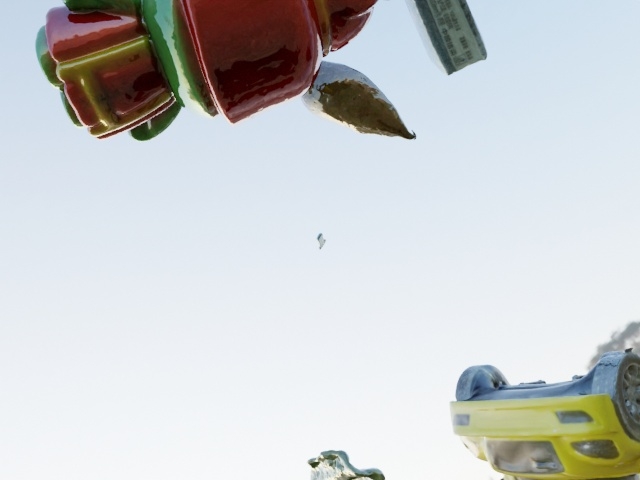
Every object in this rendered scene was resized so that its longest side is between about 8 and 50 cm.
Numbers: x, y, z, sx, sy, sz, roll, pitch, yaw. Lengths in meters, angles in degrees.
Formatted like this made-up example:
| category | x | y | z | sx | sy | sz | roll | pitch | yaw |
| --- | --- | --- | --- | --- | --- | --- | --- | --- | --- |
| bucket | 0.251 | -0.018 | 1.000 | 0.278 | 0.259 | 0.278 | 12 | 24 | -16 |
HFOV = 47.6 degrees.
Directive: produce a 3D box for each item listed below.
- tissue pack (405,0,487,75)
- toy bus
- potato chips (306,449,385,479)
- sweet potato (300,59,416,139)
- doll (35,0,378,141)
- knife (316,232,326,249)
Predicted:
| category | x | y | z | sx | sy | sz | roll | pitch | yaw |
| --- | --- | --- | --- | --- | --- | --- | --- | --- | --- |
| tissue pack | 0.196 | -0.475 | 1.331 | 0.103 | 0.228 | 0.316 | -23 | -69 | 14 |
| toy bus | 0.259 | 0.167 | 0.609 | 0.330 | 0.152 | 0.144 | 4 | -14 | -40 |
| potato chips | 0.155 | 0.427 | 1.017 | 0.389 | 0.372 | 0.097 | 84 | -159 | -44 |
| sweet potato | 0.001 | -0.196 | 0.915 | 0.075 | 0.269 | 0.075 | -51 | -18 | -24 |
| doll | -0.085 | -0.206 | 0.707 | 0.362 | 0.160 | 0.183 | -22 | -51 | -8 |
| knife | 0.000 | 0.000 | 1.547 | 0.027 | 0.010 | 0.096 | -57 | -11 | -9 |
